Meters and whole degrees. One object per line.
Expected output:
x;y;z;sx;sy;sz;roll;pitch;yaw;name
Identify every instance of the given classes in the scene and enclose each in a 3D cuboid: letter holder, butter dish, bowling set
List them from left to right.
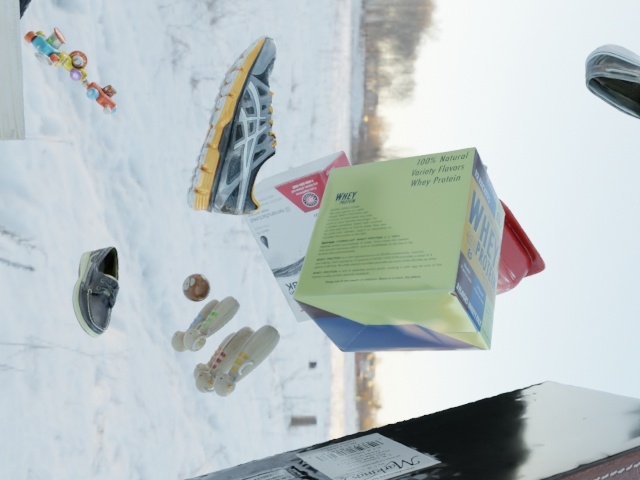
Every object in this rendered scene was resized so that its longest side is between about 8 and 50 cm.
-0.222;0.179;1.315;0.154;0.200;0.287;-46;-173;-25;bowling set
0.083;0.226;0.406;0.152;0.302;0.214;174;-92;-65;letter holder
0.241;0.036;1.088;0.160;0.160;0.118;51;45;-20;butter dish

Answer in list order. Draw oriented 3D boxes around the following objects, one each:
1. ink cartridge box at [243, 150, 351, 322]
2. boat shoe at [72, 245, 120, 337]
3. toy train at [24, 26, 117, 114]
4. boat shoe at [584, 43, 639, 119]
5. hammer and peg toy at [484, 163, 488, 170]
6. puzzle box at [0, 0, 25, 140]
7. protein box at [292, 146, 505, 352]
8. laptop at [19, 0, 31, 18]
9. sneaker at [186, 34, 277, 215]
0.000;0.000;1.298;0.273;0.197;0.114;64;33;-16;ink cartridge box
-0.300;0.063;0.949;0.056;0.049;0.152;49;17;-45;boat shoe
-0.384;-0.273;1.103;0.125;0.046;0.166;48;3;32;toy train
0.668;-0.264;1.372;0.119;0.335;0.121;-59;170;-32;boat shoe
0.292;0.020;1.505;0.266;0.127;0.361;90;23;-66;hammer and peg toy
-0.352;-0.287;0.578;0.052;0.272;0.409;-12;105;-54;puzzle box
0.104;0.016;0.857;0.136;0.200;0.201;52;42;-43;protein box
-0.452;-0.426;0.861;0.264;0.234;0.136;-44;-125;28;laptop
-0.085;-0.128;0.802;0.084;0.083;0.215;-157;-94;-73;sneaker
